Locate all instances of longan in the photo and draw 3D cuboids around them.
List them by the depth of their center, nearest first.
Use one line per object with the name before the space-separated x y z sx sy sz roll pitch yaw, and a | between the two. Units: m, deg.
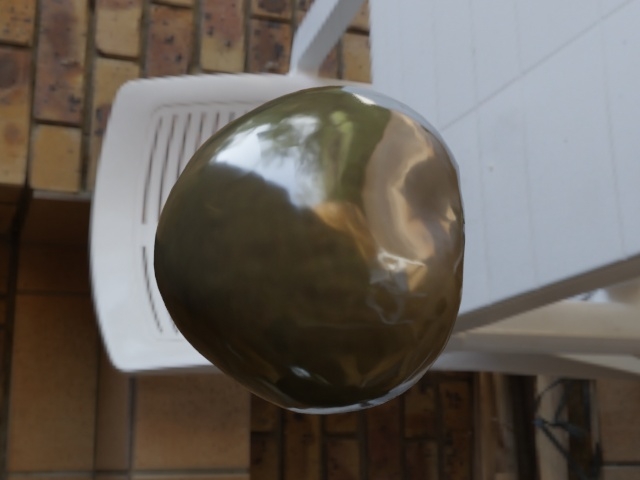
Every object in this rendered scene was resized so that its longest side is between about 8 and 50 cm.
longan | 0.000 0.000 0.734 0.215 0.246 0.246 43 -132 -78
